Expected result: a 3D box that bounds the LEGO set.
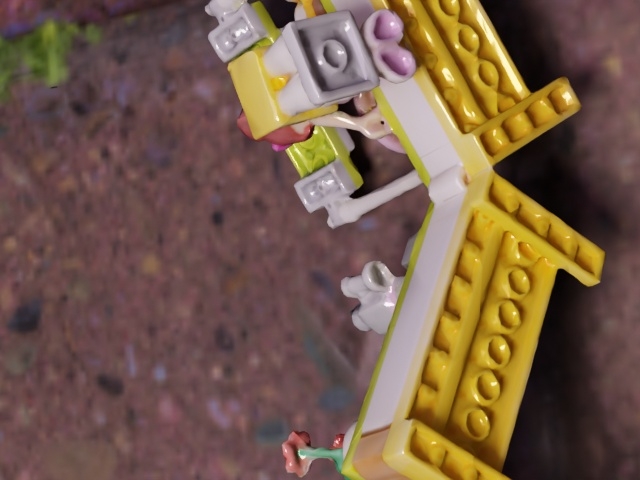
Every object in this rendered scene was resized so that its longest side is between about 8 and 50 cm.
[{"bbox_3d":[0.000,0.000,0.508,0.107,0.132,0.287,-26,72,51],"label":"LEGO set"}]
